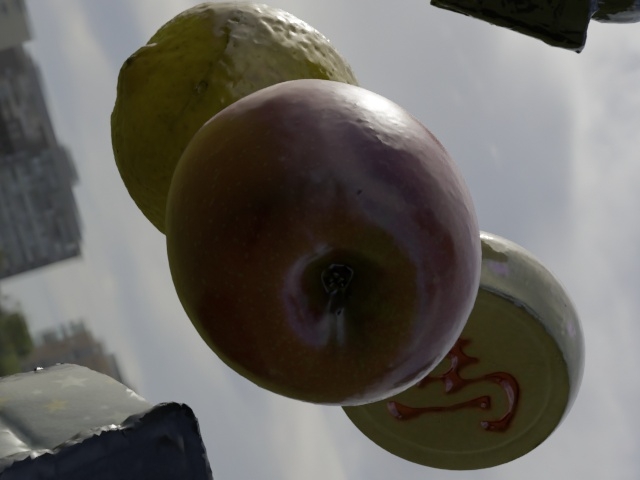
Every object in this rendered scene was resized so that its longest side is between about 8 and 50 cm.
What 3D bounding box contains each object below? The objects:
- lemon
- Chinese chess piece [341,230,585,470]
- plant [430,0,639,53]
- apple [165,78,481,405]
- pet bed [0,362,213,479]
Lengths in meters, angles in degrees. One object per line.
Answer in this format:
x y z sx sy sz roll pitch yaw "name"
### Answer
-0.082 -0.114 1.634 0.293 0.293 0.293 162 -90 -78 "lemon"
0.136 0.114 1.606 0.102 0.273 0.273 -70 155 -55 "Chinese chess piece"
0.237 -0.287 1.612 0.142 0.256 0.164 -91 -174 -65 "plant"
0.000 0.000 0.883 0.168 0.181 0.181 -99 176 -73 "apple"
-0.160 0.177 0.844 0.159 0.211 0.183 25 -64 40 "pet bed"
